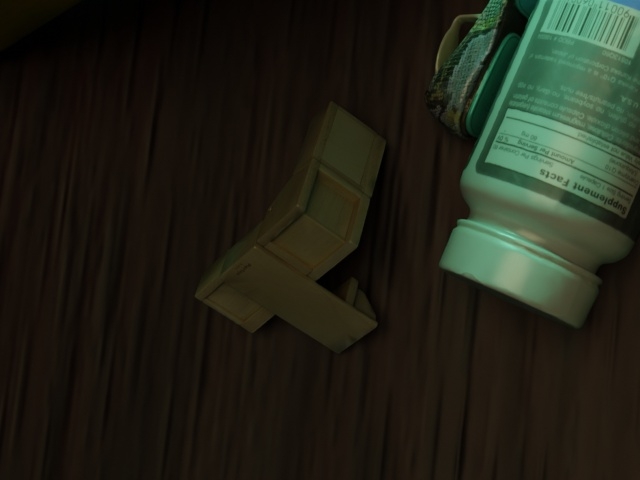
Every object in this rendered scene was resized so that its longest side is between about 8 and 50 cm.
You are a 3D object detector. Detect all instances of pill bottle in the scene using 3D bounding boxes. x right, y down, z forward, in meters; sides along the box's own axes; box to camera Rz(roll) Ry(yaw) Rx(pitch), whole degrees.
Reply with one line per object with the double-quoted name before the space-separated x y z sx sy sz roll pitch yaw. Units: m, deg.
"pill bottle" 0.106 -0.038 0.543 0.078 0.078 0.137 24 90 18

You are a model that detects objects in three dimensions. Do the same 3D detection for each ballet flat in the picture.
"ballet flat" 0.081 -0.101 0.582 0.041 0.041 0.114 32 91 18

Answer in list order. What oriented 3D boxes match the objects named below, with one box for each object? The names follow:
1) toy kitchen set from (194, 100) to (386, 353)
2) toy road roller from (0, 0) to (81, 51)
"toy kitchen set" 0.000 0.000 0.599 0.068 0.075 0.083 35 133 -18
"toy road roller" -0.077 -0.200 0.585 0.330 0.241 0.202 -10 77 53
